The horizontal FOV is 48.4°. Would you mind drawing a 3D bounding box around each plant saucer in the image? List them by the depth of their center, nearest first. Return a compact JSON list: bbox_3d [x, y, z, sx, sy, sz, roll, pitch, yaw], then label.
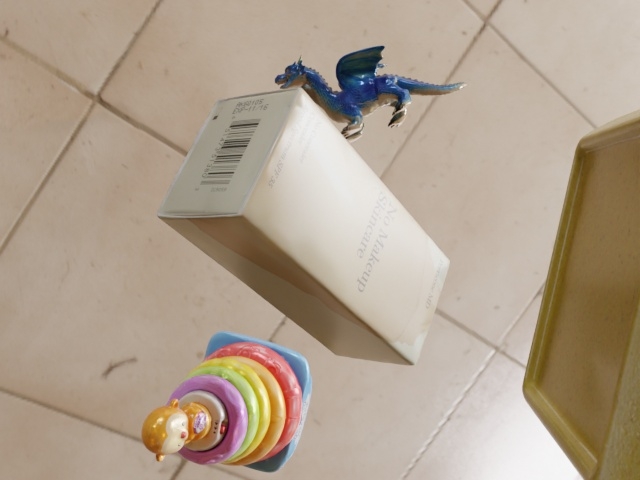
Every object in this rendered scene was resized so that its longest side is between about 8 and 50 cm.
[{"bbox_3d":[0.230,0.036,0.516,0.081,0.333,0.333,13,93,5],"label":"plant saucer"}]

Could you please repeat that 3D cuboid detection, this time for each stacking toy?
[{"bbox_3d":[-0.131,0.212,0.875,0.165,0.302,0.175,15,88,16],"label":"stacking toy"}]

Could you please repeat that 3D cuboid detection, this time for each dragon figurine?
[{"bbox_3d":[0.071,-0.241,1.084,0.289,0.085,0.144,-21,81,4],"label":"dragon figurine"}]

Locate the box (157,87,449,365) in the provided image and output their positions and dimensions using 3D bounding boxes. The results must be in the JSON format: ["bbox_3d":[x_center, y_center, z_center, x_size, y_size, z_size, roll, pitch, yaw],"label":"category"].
[{"bbox_3d":[0.000,0.000,0.742,0.311,0.121,0.148,42,61,-41],"label":"box"}]
